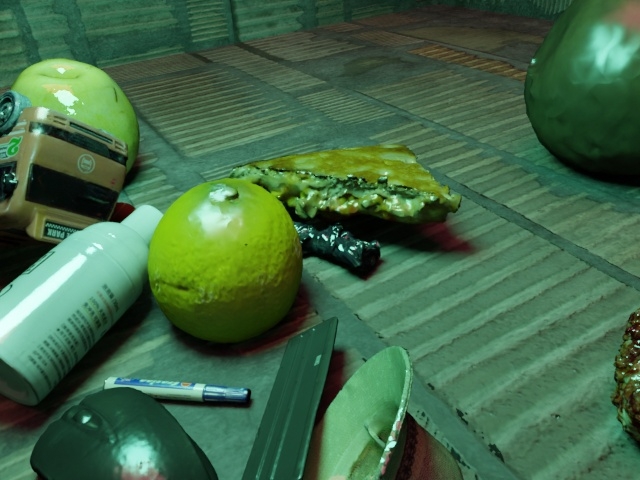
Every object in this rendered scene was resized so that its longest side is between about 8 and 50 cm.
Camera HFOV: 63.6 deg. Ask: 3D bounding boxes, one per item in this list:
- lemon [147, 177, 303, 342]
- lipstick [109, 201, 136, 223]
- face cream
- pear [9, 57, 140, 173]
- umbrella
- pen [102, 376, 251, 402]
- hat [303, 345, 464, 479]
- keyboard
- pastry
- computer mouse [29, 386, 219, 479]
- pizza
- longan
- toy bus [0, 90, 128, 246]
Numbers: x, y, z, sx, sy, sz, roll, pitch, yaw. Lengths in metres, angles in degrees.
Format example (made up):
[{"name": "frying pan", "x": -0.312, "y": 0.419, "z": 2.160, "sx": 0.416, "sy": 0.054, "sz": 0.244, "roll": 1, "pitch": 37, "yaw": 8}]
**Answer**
[{"name": "lemon", "x": -0.146, "y": 0.017, "z": 0.796, "sx": 0.240, "sy": 0.220, "sz": 0.241, "roll": 1, "pitch": 32, "yaw": 0}, {"name": "lipstick", "x": -0.419, "y": 0.022, "z": 0.956, "sx": 0.073, "sy": 0.073, "sz": 0.280, "roll": -1, "pitch": 33, "yaw": 5}, {"name": "face cream", "x": -0.351, "y": 0.058, "z": 0.791, "sx": 0.145, "sy": 0.146, "sz": 0.370, "roll": 10, "pitch": 42, "yaw": 21}, {"name": "pear", "x": -0.579, "y": -0.260, "z": 1.210, "sx": 0.308, "sy": 0.310, "sz": 0.309, "roll": -3, "pitch": 33, "yaw": 2}, {"name": "umbrella", "x": 0.001, "y": -0.002, "z": 0.948, "sx": 0.224, "sy": 0.072, "sz": 0.080, "roll": 12, "pitch": 8, "yaw": 32}, {"name": "pen", "x": -0.193, "y": 0.201, "z": 0.694, "sx": 0.204, "sy": 0.025, "sz": 0.025, "roll": 1, "pitch": 33, "yaw": 8}, {"name": "hat", "x": 0.057, "y": 0.243, "z": 0.483, "sx": 0.130, "sy": 0.257, "sz": 0.257, "roll": 34, "pitch": 39, "yaw": -3}, {"name": "keyboard", "x": -0.027, "y": 0.164, "z": 0.680, "sx": 0.103, "sy": 0.041, "sz": 0.381, "roll": -30, "pitch": 25, "yaw": 24}, {"name": "pastry", "x": 0.405, "y": 0.163, "z": 0.614, "sx": 0.115, "sy": 0.097, "sz": 0.208, "roll": 17, "pitch": 37, "yaw": 23}, {"name": "computer mouse", "x": -0.223, "y": 0.244, "z": 0.579, "sx": 0.269, "sy": 0.087, "sz": 0.137, "roll": 20, "pitch": 40, "yaw": 35}, {"name": "pizza", "x": 0.082, "y": -0.092, "z": 1.002, "sx": 0.439, "sy": 0.130, "sz": 0.406, "roll": -15, "pitch": 29, "yaw": -33}, {"name": "longan", "x": 0.640, "y": -0.345, "z": 1.100, "sx": 0.403, "sy": 0.404, "sz": 0.436, "roll": -9, "pitch": 40, "yaw": -8}, {"name": "toy bus", "x": -0.562, "y": -0.100, "z": 0.927, "sx": 0.426, "sy": 0.233, "sz": 0.203, "roll": -2, "pitch": -12, "yaw": 29}]
